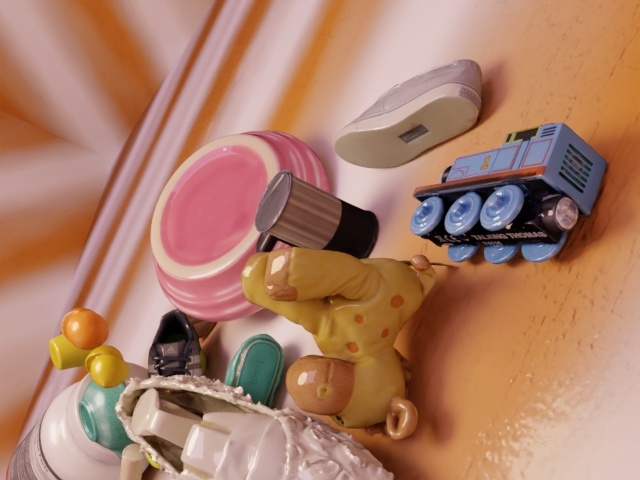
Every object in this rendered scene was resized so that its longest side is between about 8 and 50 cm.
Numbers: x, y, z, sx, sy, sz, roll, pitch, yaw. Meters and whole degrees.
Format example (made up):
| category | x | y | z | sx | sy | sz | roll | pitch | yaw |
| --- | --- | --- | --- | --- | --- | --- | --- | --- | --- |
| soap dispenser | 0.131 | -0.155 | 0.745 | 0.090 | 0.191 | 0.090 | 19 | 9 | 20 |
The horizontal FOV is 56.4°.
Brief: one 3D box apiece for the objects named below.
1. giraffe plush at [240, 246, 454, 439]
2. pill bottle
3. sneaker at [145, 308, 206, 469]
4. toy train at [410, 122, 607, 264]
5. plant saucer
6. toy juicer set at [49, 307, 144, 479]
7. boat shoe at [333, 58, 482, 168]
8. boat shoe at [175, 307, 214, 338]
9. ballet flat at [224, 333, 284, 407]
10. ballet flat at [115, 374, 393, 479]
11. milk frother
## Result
| category | x | y | z | sx | sy | sz | roll | pitch | yaw |
| --- | --- | --- | --- | --- | --- | --- | --- | --- | --- |
| giraffe plush | 0.026 | 0.102 | 0.585 | 0.181 | 0.211 | 0.170 | 77 | -165 | -83 |
| pill bottle | -0.432 | 0.386 | 1.117 | 0.363 | 0.210 | 0.210 | -45 | 34 | 35 |
| sneaker | -0.236 | 0.228 | 0.950 | 0.300 | 0.111 | 0.121 | -117 | 20 | -56 |
| toy train | 0.158 | -0.038 | 0.539 | 0.184 | 0.080 | 0.105 | -4 | 56 | 63 |
| plant saucer | -0.147 | -0.041 | 0.939 | 0.332 | 0.084 | 0.331 | -15 | 58 | 26 |
| toy juicer set | -0.301 | 0.244 | 0.895 | 0.328 | 0.090 | 0.209 | 60 | 139 | 18 |
| boat shoe | 0.107 | -0.153 | 0.736 | 0.228 | 0.079 | 0.081 | -15 | 46 | 51 |
| boat shoe | -0.197 | 0.050 | 1.086 | 0.285 | 0.103 | 0.092 | -62 | 31 | 22 |
| ballet flat | -0.109 | 0.246 | 0.806 | 0.087 | 0.083 | 0.247 | 127 | 163 | -81 |
| ballet flat | -0.108 | 0.219 | 0.613 | 0.409 | 0.147 | 0.146 | -1 | 67 | 52 |
| milk frother | 0.000 | 0.000 | 0.725 | 0.143 | 0.135 | 0.129 | 18 | 85 | 63 |
